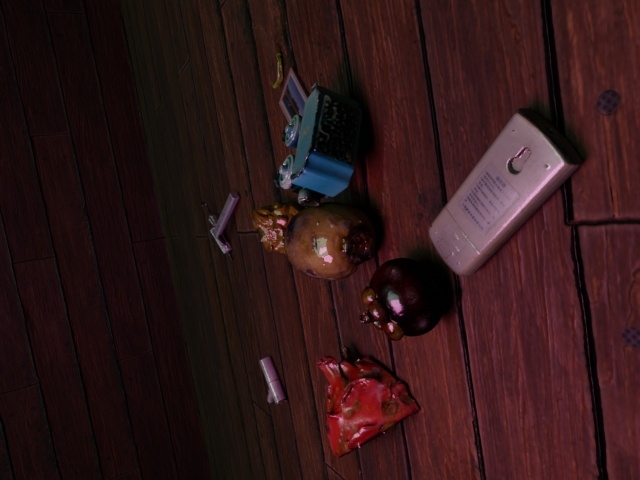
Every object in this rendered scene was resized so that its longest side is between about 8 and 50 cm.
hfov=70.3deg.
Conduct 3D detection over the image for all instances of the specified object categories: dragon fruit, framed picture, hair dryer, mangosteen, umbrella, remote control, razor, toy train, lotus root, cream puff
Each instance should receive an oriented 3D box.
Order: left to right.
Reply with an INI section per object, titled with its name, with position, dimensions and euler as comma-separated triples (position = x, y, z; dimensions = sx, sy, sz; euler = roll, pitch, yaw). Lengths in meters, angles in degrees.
[umbrella]
position = -0.379, -0.040, 1.717
dimensions = 0.044, 0.044, 0.269
euler = -40, 72, 30
[razor]
position = -0.334, -0.069, 1.573
dimensions = 0.111, 0.056, 0.278
euler = 55, 144, 18
[hair dryer]
position = -0.170, 0.493, 1.526
dimensions = 0.155, 0.044, 0.183
euler = 65, 152, 27
[cream puff]
position = -0.100, -0.027, 1.115
dimensions = 0.146, 0.116, 0.146
euler = 24, 118, 58
[framed picture]
position = -0.052, -0.298, 1.027
dimensions = 0.149, 0.011, 0.109
euler = 65, 149, 24
[lotus root]
position = -0.002, -0.002, 0.906
dimensions = 0.278, 0.154, 0.154
euler = 2, 102, 62
[toy train]
position = 0.000, -0.170, 0.830
dimensions = 0.163, 0.112, 0.203
euler = -30, 50, 60
[dragon fruit]
position = 0.056, 0.331, 0.949
dimensions = 0.211, 0.134, 0.262
euler = 64, 149, 31
[mangosteen]
position = 0.123, 0.097, 0.727
dimensions = 0.140, 0.140, 0.140
euler = 32, 128, 54
[remote control]
position = 0.223, -0.051, 0.591
dimensions = 0.098, 0.038, 0.233
euler = 61, 146, 28

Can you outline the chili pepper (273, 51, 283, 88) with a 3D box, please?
[chili pepper]
position = -0.097, -0.398, 1.067
dimensions = 0.030, 0.017, 0.083
euler = 38, 129, 51
